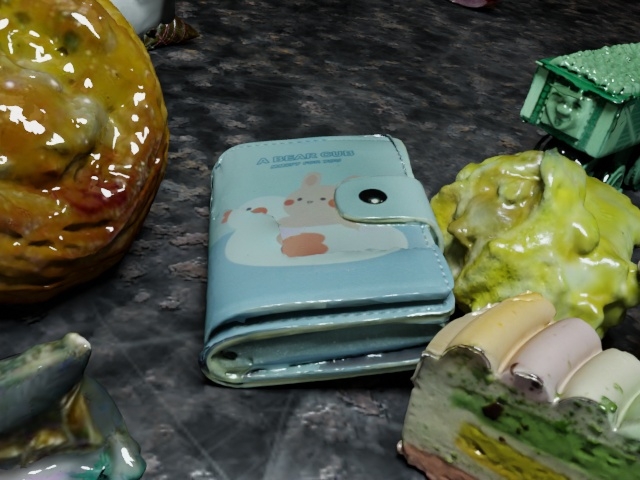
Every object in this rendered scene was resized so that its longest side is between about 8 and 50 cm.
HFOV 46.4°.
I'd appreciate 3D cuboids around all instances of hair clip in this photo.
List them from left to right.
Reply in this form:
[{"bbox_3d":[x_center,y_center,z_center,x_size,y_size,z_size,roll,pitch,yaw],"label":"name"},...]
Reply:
[{"bbox_3d":[-0.267,0.106,0.336,0.358,0.095,0.110,-11,73,-19],"label":"hair clip"}]

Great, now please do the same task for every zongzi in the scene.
[{"bbox_3d":[-0.212,-0.278,0.976,0.073,0.067,0.083,19,12,32],"label":"zongzi"}]

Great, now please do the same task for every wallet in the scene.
[{"bbox_3d":[0.000,0.000,0.568,0.176,0.075,0.250,-6,33,-2],"label":"wallet"}]

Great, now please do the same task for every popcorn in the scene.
[{"bbox_3d":[0.173,0.011,0.576,0.173,0.142,0.173,32,17,-11],"label":"popcorn"}]

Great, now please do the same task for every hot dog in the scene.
[{"bbox_3d":[-0.302,-0.099,0.519,0.387,0.174,0.267,16,55,7],"label":"hot dog"}]

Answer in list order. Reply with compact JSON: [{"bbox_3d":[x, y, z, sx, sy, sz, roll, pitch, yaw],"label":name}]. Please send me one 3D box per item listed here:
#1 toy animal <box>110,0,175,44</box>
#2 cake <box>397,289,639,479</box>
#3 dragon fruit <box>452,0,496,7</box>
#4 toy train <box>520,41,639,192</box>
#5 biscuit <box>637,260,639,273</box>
[{"bbox_3d":[-0.335,-0.246,0.728,0.357,0.258,0.194,-20,55,-27],"label":"toy animal"},{"bbox_3d":[0.163,0.117,0.416,0.225,0.110,0.090,26,34,21],"label":"cake"},{"bbox_3d":[0.291,-0.515,1.473,0.102,0.096,0.147,-16,84,-32],"label":"dragon fruit"},{"bbox_3d":[0.314,-0.121,0.802,0.269,0.154,0.115,-19,46,-40],"label":"toy train"},{"bbox_3d":[0.298,0.081,0.514,0.219,0.033,0.220,24,44,-26],"label":"biscuit"}]
